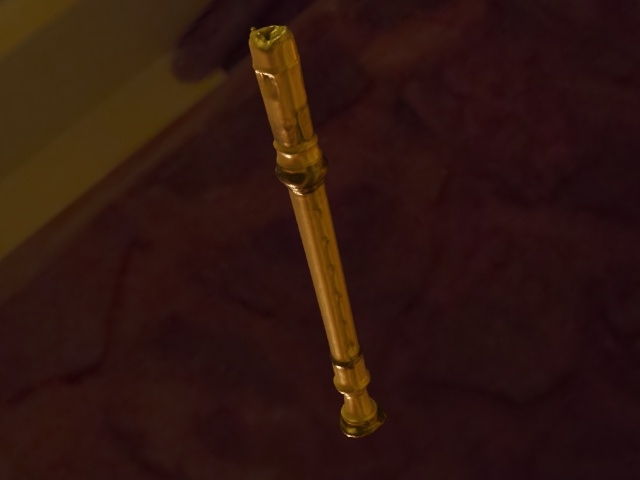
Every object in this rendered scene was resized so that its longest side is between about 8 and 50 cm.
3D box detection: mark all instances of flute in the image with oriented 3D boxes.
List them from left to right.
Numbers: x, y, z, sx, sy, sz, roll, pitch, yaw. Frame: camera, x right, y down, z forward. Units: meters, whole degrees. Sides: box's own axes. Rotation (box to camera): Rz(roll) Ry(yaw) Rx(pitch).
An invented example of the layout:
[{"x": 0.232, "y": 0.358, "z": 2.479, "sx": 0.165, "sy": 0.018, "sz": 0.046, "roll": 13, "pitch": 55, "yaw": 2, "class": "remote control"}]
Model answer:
[{"x": 0.000, "y": 0.000, "z": 0.819, "sx": 0.027, "sy": 0.027, "sz": 0.233, "roll": 22, "pitch": -43, "yaw": 40, "class": "flute"}]
